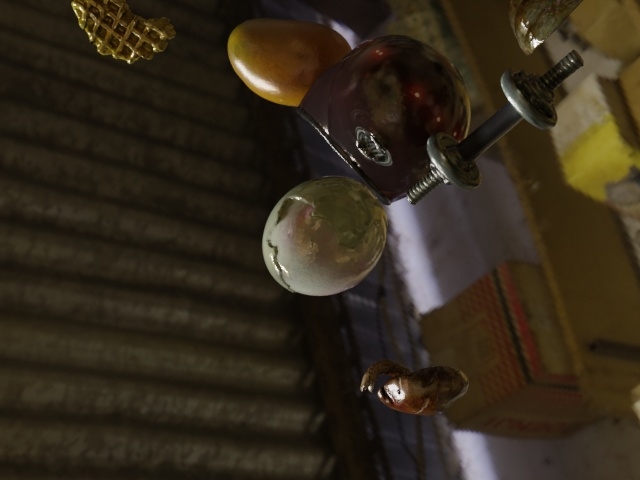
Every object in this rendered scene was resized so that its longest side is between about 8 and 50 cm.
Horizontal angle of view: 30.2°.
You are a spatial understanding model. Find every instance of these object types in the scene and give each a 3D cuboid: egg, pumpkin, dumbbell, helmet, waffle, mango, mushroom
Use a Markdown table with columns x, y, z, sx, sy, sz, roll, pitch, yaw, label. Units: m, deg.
| x | y | z | sx | sy | sz | roll | pitch | yaw | label |
| --- | --- | --- | --- | --- | --- | --- | --- | --- | --- |
| 0.000 | 0.000 | 1.850 | 0.183 | 0.183 | 0.217 | 46 | -129 | 3 | egg |
| 0.394 | -0.437 | 2.232 | 0.130 | 0.254 | 0.149 | 45 | -112 | -1 | pumpkin |
| 0.189 | -0.121 | 1.308 | 0.081 | 0.254 | 0.081 | 34 | -148 | -25 | dumbbell |
| 0.087 | -0.154 | 1.468 | 0.189 | 0.193 | 0.216 | 45 | -135 | -12 | helmet |
| -0.346 | -0.400 | 2.058 | 0.051 | 0.149 | 0.194 | -79 | -34 | -66 | waffle |
| -0.061 | -0.342 | 2.278 | 0.254 | 0.139 | 0.175 | 10 | -128 | 12 | mango |
| 0.142 | 0.226 | 1.806 | 0.170 | 0.135 | 0.080 | 8 | -113 | -16 | mushroom |
